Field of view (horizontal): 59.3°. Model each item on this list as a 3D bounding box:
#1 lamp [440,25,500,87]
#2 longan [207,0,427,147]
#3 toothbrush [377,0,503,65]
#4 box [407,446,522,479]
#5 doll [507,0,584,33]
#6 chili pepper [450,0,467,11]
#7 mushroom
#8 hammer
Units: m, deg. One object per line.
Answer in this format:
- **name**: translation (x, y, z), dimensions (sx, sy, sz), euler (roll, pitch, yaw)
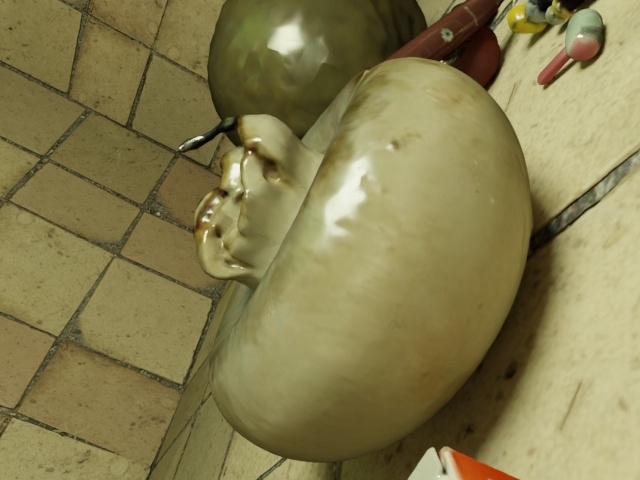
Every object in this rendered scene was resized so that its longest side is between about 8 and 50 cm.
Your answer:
- **lamp**: translation (0.182, -0.235, 0.730), dimensions (0.101, 0.090, 0.101), euler (-14, 69, 38)
- **longan**: translation (-0.016, -0.328, 1.063), dimensions (0.404, 0.403, 0.436), euler (-45, 23, 56)
- **toothbrush**: translation (0.162, -0.253, 0.668), dimensions (0.364, 0.041, 0.041), euler (-40, 6, -16)
- **box**: translation (0.074, 0.200, 0.231), dimensions (0.133, 0.099, 0.182), euler (-62, 11, 13)
- **doll**: translation (0.274, -0.322, 0.512), dimensions (0.316, 0.103, 0.146), euler (132, 158, -67)
- **chili pepper**: translation (0.188, -0.283, 0.882), dimensions (0.224, 0.061, 0.098), euler (-53, 16, 36)
- **mushroom**: translation (0.000, 0.000, 0.498), dimensions (0.362, 0.294, 0.362), euler (-57, 13, 20)
- **hammer**: translation (0.235, -0.178, 0.539), dimensions (0.053, 0.031, 0.083), euler (-66, 6, -30)
